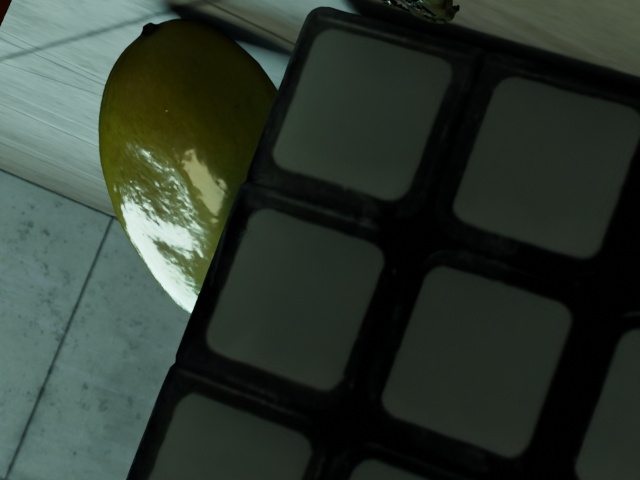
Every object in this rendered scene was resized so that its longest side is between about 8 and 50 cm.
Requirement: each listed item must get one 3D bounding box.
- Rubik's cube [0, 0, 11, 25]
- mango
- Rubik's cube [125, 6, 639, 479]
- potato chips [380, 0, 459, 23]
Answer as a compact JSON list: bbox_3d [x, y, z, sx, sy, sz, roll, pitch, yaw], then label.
[{"bbox_3d":[-0.259,-0.142,0.908,0.154,0.151,0.155,23,175,0],"label":"Rubik's cube"},{"bbox_3d":[-0.083,-0.040,1.099,0.137,0.091,0.237,35,141,18],"label":"mango"},{"bbox_3d":[0.118,0.086,0.910,0.304,0.301,0.305,19,173,20],"label":"Rubik's cube"},{"bbox_3d":[-0.046,-0.136,0.670,0.220,0.029,0.202,25,-174,-9],"label":"potato chips"}]
